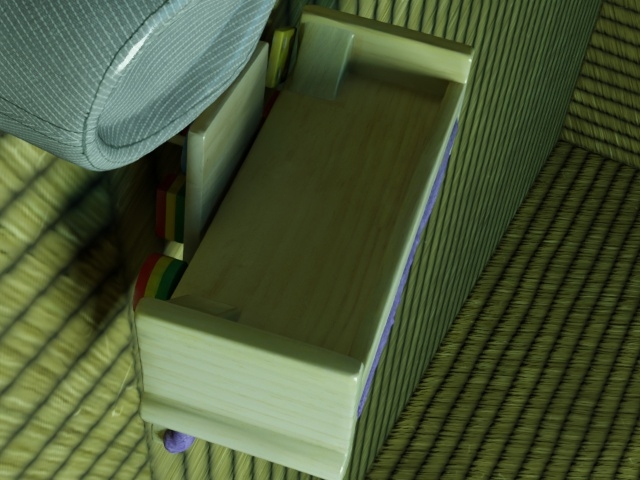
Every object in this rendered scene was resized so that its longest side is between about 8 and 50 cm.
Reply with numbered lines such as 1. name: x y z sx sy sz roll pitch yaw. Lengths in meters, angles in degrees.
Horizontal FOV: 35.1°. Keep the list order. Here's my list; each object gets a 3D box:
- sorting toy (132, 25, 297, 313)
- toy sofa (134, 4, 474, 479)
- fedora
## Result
1. sorting toy: -0.083 -0.072 0.762 0.275 0.046 0.132 -64 168 -47
2. toy sofa: 0.000 0.000 0.771 0.177 0.150 0.363 96 13 -47
3. fedora: -0.083 -0.138 0.469 0.275 0.124 0.244 -57 178 -37
